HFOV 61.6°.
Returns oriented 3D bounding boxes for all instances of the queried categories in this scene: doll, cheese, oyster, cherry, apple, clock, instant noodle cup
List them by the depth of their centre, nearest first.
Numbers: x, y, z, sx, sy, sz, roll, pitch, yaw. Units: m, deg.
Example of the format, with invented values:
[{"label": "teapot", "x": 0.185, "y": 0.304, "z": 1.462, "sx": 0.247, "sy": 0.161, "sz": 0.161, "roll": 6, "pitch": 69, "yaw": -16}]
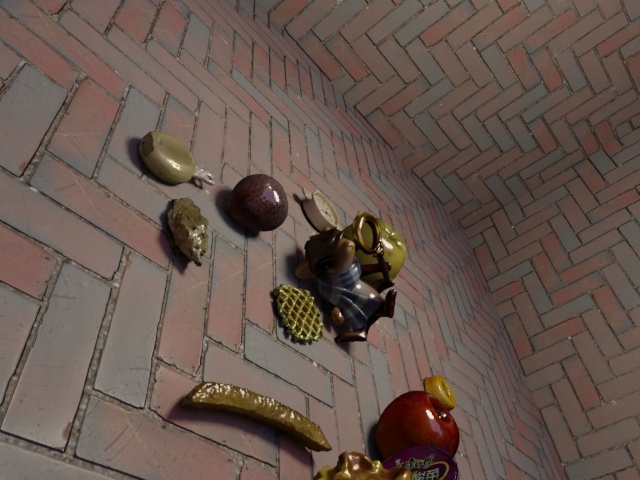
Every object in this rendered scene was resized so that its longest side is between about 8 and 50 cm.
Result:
[{"label": "instant noodle cup", "x": 0.245, "y": 0.640, "z": 1.255, "sx": 0.190, "sy": 0.251, "sz": 0.251, "roll": 61, "pitch": 22, "yaw": -11}, {"label": "oyster", "x": -0.302, "y": -0.036, "z": 1.261, "sx": 0.132, "sy": 0.072, "sz": 0.209, "roll": 50, "pitch": 22, "yaw": -21}, {"label": "cheese", "x": -0.356, "y": -0.194, "z": 1.370, "sx": 0.227, "sy": 0.064, "sz": 0.137, "roll": 27, "pitch": 38, "yaw": -51}, {"label": "apple", "x": 0.262, "y": 0.527, "z": 1.460, "sx": 0.218, "sy": 0.201, "sz": 0.218, "roll": 44, "pitch": 20, "yaw": -21}, {"label": "cherry", "x": -0.175, "y": -0.110, "z": 1.515, "sx": 0.176, "sy": 0.140, "sz": 0.176, "roll": 29, "pitch": 50, "yaw": -41}, {"label": "doll", "x": 0.097, "y": 0.111, "z": 1.622, "sx": 0.318, "sy": 0.209, "sz": 0.339, "roll": -42, "pitch": 102, "yaw": -27}, {"label": "apple", "x": 0.161, "y": 0.046, "z": 1.863, "sx": 0.262, "sy": 0.262, "sz": 0.262, "roll": 43, "pitch": 26, "yaw": -28}, {"label": "clock", "x": -0.001, "y": -0.101, "z": 1.948, "sx": 0.229, "sy": 0.063, "sz": 0.155, "roll": 47, "pitch": 22, "yaw": -27}]

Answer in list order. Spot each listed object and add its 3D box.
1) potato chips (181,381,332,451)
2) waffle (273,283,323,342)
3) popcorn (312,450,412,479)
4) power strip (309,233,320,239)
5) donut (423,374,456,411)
[{"label": "potato chips", "x": -0.120, "y": 0.361, "z": 1.113, "sx": 0.407, "sy": 0.057, "sz": 0.080, "roll": 36, "pitch": 37, "yaw": -38}, {"label": "waffle", "x": -0.057, "y": 0.201, "z": 1.473, "sx": 0.184, "sy": 0.036, "sz": 0.169, "roll": 19, "pitch": 45, "yaw": -52}, {"label": "popcorn", "x": 0.105, "y": 0.577, "z": 1.035, "sx": 0.225, "sy": 0.265, "sz": 0.331, "roll": 13, "pitch": 66, "yaw": -64}, {"label": "power strip", "x": 0.000, "y": 0.000, "z": 1.866, "sx": 0.050, "sy": 0.019, "sz": 0.136, "roll": 62, "pitch": 24, "yaw": 8}, {"label": "donut", "x": 0.439, "y": 0.557, "z": 1.956, "sx": 0.152, "sy": 0.058, "sz": 0.151, "roll": 46, "pitch": 24, "yaw": -28}]
